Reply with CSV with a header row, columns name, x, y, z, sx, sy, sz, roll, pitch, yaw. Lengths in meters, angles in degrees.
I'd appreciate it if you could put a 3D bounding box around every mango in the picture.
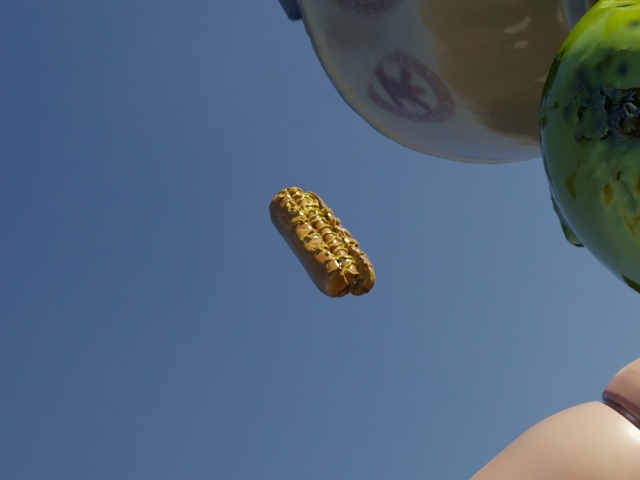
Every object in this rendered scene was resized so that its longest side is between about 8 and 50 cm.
name,x,y,z,sx,sy,sz,roll,pitch,yaw
mango,0.137,-0.034,0.428,0.178,0.100,0.119,-18,-87,-53

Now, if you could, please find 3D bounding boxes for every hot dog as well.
name,x,y,z,sx,sy,sz,roll,pitch,yaw
hot dog,0.000,0.000,1.328,0.071,0.165,0.045,-5,-49,-31

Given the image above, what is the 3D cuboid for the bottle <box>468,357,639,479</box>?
name,x,y,z,sx,sy,sz,roll,pitch,yaw
bottle,0.196,0.221,0.886,0.297,0.206,0.173,-39,-72,-5

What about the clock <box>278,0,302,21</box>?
name,x,y,z,sx,sy,sz,roll,pitch,yaw
clock,0.086,-0.400,1.724,0.325,0.325,0.067,-33,-76,-29

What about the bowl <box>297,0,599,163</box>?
name,x,y,z,sx,sy,sz,roll,pitch,yaw
bowl,0.163,-0.175,0.695,0.337,0.157,0.337,-12,-61,-24
